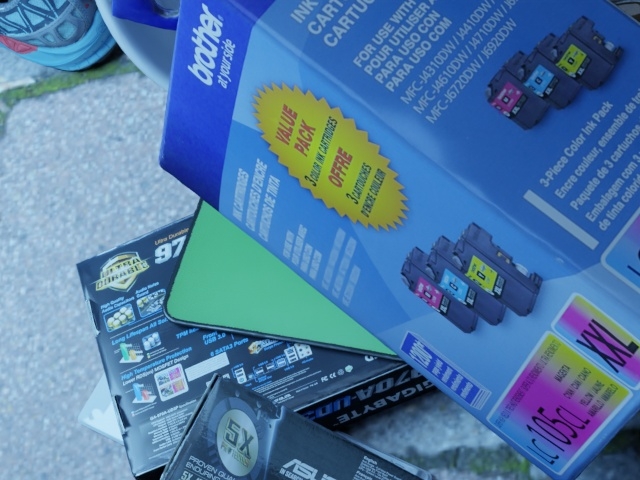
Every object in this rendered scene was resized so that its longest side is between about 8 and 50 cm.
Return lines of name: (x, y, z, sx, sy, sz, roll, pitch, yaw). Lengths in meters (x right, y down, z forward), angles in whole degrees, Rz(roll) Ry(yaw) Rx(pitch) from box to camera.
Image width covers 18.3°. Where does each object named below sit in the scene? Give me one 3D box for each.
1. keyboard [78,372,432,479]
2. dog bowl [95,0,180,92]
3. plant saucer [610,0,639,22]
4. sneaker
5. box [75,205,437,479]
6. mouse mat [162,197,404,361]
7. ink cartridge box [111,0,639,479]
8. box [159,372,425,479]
keyboard: (-0.049, 0.138, 1.325, 0.256, 0.014, 0.072, 22, 81, 29)
dog bowl: (-0.020, -0.210, 1.323, 0.265, 0.265, 0.104, -17, 35, 13)
plant saucer: (0.207, -0.118, 1.326, 0.310, 0.050, 0.311, -8, 64, 16)
sneaker: (-0.276, -0.208, 1.508, 0.262, 0.125, 0.104, 7, 68, 24)
box: (-0.040, 0.053, 1.324, 0.220, 0.051, 0.175, -23, 57, 4)
mouse mat: (0.000, 0.000, 1.307, 0.189, 0.007, 0.153, 9, 65, 20)
ink cartridge box: (0.057, -0.062, 1.148, 0.395, 0.270, 0.151, 40, 69, 9)
box: (-0.004, 0.162, 1.179, 0.180, 0.147, 0.077, 27, 76, 2)
